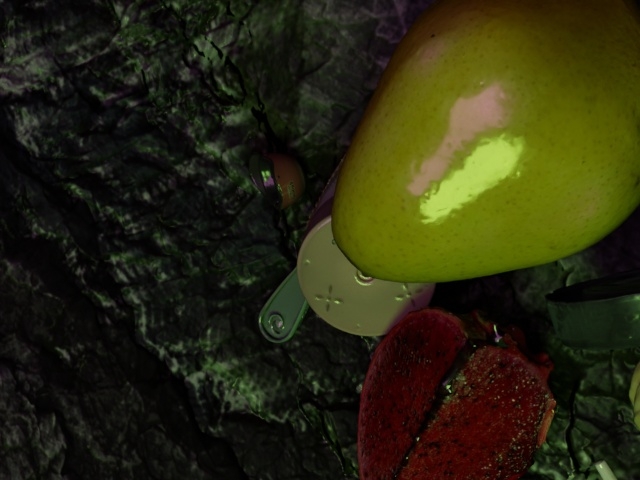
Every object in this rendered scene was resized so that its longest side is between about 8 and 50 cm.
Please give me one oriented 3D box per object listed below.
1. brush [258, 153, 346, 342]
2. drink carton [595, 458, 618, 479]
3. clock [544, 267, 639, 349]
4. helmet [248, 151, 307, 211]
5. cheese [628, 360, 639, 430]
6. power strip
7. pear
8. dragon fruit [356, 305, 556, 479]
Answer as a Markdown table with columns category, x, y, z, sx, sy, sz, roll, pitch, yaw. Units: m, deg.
| category | x | y | z | sx | sy | sz | roll | pitch | yaw |
| --- | --- | --- | --- | --- | --- | --- | --- | --- | --- |
| brush | 0.000 | 0.000 | 1.305 | 0.068 | 0.060 | 0.296 | 38 | 112 | 20 |
| drink carton | 0.327 | 0.300 | 1.134 | 0.084 | 0.074 | 0.200 | -31 | 78 | 28 |
| clock | 0.316 | 0.051 | 1.029 | 0.226 | 0.226 | 0.049 | -12 | 90 | 31 |
| helmet | -0.044 | -0.075 | 1.330 | 0.084 | 0.049 | 0.065 | 48 | 153 | 46 |
| cheese | 0.363 | 0.183 | 1.025 | 0.117 | 0.214 | 0.226 | -29 | 73 | 25 |
| power strip | 0.051 | 0.023 | 1.237 | 0.154 | 0.078 | 0.154 | 3 | 114 | 7 |
| pear | 0.156 | -0.103 | 1.061 | 0.336 | 0.285 | 0.284 | -19 | 84 | -10 |
| dragon fruit | 0.134 | 0.160 | 1.186 | 0.189 | 0.163 | 0.261 | 43 | 125 | 27 |
